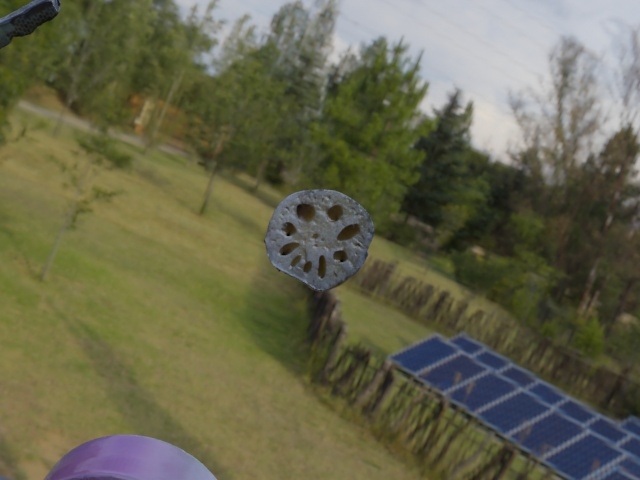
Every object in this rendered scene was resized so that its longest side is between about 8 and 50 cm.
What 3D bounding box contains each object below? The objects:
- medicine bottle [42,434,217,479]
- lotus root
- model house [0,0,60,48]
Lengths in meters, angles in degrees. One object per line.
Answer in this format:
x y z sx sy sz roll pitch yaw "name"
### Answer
-0.199 0.326 0.786 0.212 0.212 0.325 23 20 0 "medicine bottle"
0.002 -0.003 1.114 0.122 0.112 0.081 29 1 9 "lotus root"
-0.493 -0.312 1.223 0.218 0.278 0.205 63 -3 -35 "model house"
